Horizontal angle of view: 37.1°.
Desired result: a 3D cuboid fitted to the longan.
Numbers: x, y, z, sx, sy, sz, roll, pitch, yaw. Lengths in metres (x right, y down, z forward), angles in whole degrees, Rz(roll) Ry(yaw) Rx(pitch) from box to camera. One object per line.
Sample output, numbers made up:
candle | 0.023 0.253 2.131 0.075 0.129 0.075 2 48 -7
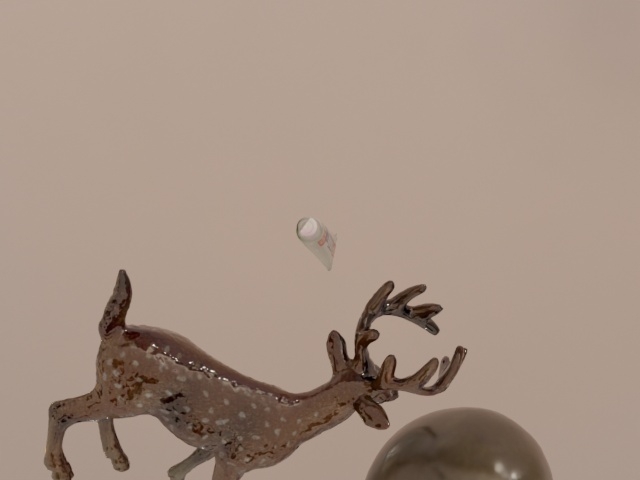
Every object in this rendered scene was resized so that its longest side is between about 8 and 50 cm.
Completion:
longan | 0.160 0.286 1.092 0.220 0.196 0.196 -26 -68 33

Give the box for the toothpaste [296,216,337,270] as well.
toothpaste | 0.000 0.000 1.195 0.033 0.218 0.052 9 -97 10

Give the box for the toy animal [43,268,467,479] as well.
toy animal | -0.052 0.115 0.678 0.244 0.087 0.260 23 -60 -24
